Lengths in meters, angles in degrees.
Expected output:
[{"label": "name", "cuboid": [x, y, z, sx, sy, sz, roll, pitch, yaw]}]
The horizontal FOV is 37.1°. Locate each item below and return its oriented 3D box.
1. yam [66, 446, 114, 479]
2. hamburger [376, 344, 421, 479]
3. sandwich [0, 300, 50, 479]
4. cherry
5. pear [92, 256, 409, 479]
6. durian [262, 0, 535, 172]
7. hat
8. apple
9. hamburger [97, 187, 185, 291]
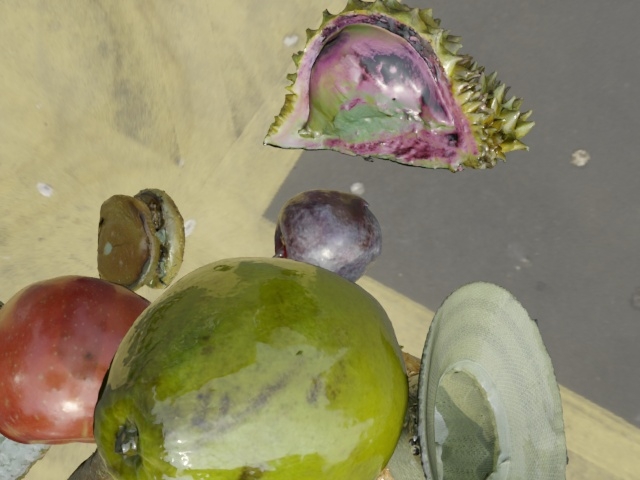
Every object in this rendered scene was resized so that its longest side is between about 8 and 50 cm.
[{"label": "yam", "cuboid": [-0.210, 0.231, 0.892, 0.061, 0.253, 0.061, 22, 41, -21]}, {"label": "hamburger", "cuboid": [0.081, 0.293, 1.456, 0.179, 0.294, 0.276, 16, 101, -49]}, {"label": "sandwich", "cuboid": [-0.526, 0.217, 1.388, 0.262, 0.131, 0.325, -44, 119, -9]}, {"label": "cherry", "cuboid": [0.010, 0.002, 1.638, 0.195, 0.195, 0.195, 0, 90, -11]}, {"label": "pear", "cuboid": [-0.048, 0.114, 0.720, 0.269, 0.212, 0.212, -21, 94, -49]}, {"label": "durian", "cuboid": [0.059, -0.122, 0.662, 0.119, 0.187, 0.108, -45, 134, -46]}, {"label": "hat", "cuboid": [0.109, 0.163, 0.812, 0.252, 0.110, 0.252, 21, 63, -48]}, {"label": "apple", "cuboid": [-0.316, 0.163, 1.264, 0.260, 0.260, 0.216, 6, 74, -11]}, {"label": "hamburger", "cuboid": [-0.292, 0.008, 1.582, 0.185, 0.113, 0.177, 50, 119, 24]}]
